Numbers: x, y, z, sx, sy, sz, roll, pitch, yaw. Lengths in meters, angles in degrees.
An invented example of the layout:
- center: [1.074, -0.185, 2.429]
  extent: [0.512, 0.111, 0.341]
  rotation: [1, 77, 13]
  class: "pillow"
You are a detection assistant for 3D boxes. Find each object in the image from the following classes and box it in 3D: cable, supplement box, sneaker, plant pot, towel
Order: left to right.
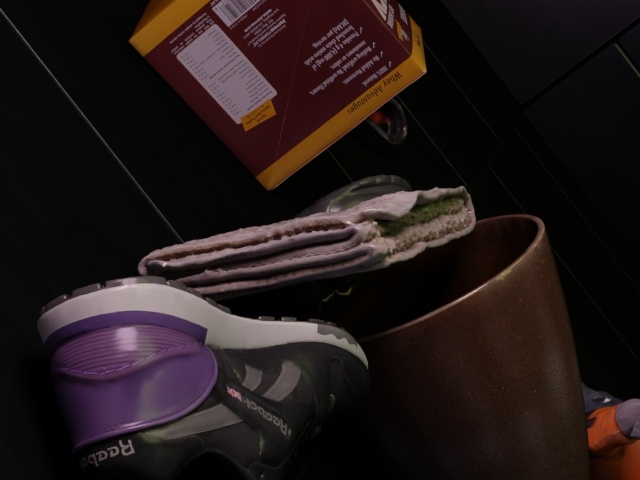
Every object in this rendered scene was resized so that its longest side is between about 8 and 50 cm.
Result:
- center: [-0.058, 0.114, 0.796]
  extent: [0.283, 0.107, 0.124]
  rotation: [18, 53, -54]
  class: "sneaker"
- center: [-0.036, -0.192, 1.227]
  extent: [0.194, 0.191, 0.129]
  rotation: [47, 19, -19]
  class: "supplement box"
- center: [0.000, 0.000, 0.979]
  extent: [0.282, 0.187, 0.049]
  rotation: [-15, 94, -72]
  class: "towel"
- center: [0.027, -0.157, 1.590]
  extent: [0.287, 0.072, 0.140]
  rotation: [-36, 106, -60]
  class: "cable"
- center: [0.078, 0.028, 1.250]
  extent: [0.286, 0.109, 0.130]
  rotation: [24, 40, -53]
  class: "sneaker"
- center: [0.122, 0.130, 1.043]
  extent: [0.230, 0.215, 0.215]
  rotation: [64, 16, -11]
  class: "plant pot"

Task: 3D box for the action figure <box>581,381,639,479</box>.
- center: [0.293, 0.238, 1.214]
  extent: [0.341, 0.178, 0.330]
  rotation: [53, -9, -13]
  class: "action figure"
